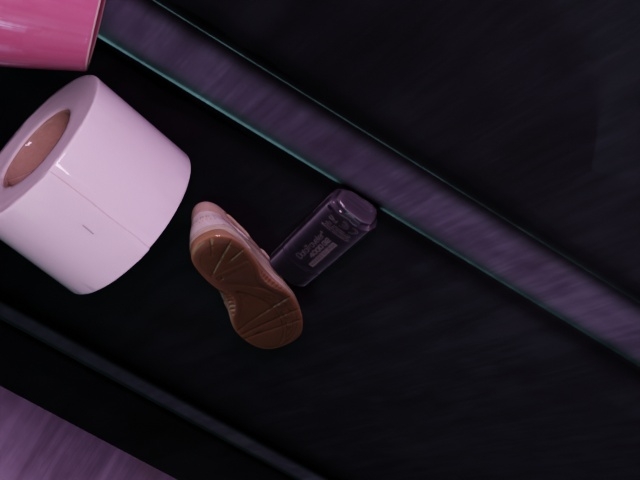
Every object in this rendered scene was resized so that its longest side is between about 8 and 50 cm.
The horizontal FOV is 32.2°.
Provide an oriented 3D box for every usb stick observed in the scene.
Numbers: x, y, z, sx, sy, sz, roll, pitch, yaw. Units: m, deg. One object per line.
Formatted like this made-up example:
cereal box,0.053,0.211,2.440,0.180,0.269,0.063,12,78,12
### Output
usb stick,0.000,0.000,1.553,0.077,0.045,0.278,37,152,-5

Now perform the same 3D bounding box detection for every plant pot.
plant pot,-0.328,-0.268,1.204,0.180,0.201,0.201,14,155,-11

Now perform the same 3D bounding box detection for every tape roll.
tape roll,-0.315,-0.073,1.466,0.246,0.246,0.169,-9,138,48

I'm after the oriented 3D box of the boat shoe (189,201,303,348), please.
boat shoe,-0.113,0.057,1.702,0.109,0.098,0.302,-25,136,8
